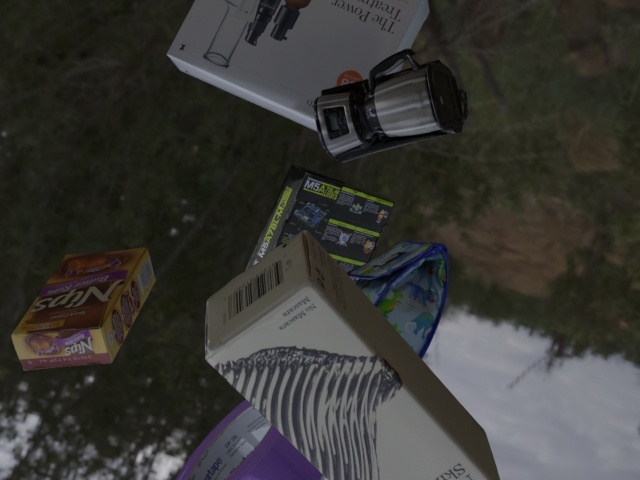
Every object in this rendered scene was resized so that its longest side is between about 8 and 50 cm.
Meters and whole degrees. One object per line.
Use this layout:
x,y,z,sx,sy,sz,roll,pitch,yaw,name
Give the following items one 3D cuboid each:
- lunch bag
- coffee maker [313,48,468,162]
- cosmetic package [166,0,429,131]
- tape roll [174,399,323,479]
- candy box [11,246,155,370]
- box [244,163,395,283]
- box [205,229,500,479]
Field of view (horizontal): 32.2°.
0.080,0.068,1.227,0.096,0.151,0.129,32,173,-13,lunch bag
0.099,-0.170,1.532,0.178,0.120,0.171,-12,158,22,coffee maker
-0.039,-0.365,1.953,0.377,0.284,0.097,25,176,14,cosmetic package
-0.098,0.326,1.603,0.090,0.275,0.275,45,175,-12,tape roll
-0.271,0.076,1.292,0.109,0.053,0.187,-6,-152,11,candy box
0.000,0.000,1.598,0.190,0.184,0.045,15,-170,-43,box
0.030,0.131,0.924,0.275,0.113,0.094,47,-165,-24,box
